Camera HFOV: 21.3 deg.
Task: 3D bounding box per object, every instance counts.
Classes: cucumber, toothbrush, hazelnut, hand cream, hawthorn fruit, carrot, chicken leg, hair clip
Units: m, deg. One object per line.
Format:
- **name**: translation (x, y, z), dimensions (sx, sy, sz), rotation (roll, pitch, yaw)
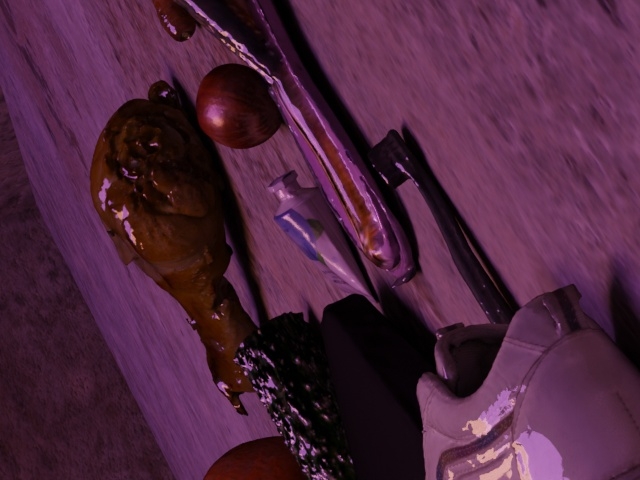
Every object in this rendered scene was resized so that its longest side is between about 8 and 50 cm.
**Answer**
- **cucumber**: translation (0.029, 0.238, 1.771), dimensions (0.359, 0.096, 0.096), rotation (57, 164, 28)
- **toothbrush**: translation (0.116, 0.037, 1.219), dimensions (0.297, 0.030, 0.030), rotation (58, -171, 27)
- **hazelnut**: translation (-0.076, -0.127, 1.601), dimensions (0.086, 0.086, 0.086), rotation (60, 165, 27)
- **hand cream**: translation (0.000, 0.000, 1.578), dimensions (0.142, 0.053, 0.084), rotation (58, 167, -10)
- **hawthorn fruit**: translation (-0.038, 0.327, 2.009), dimensions (0.251, 0.199, 0.199), rotation (-27, 86, 63)
- **carrot**: translation (-0.172, -0.278, 1.799), dimensions (0.036, 0.035, 0.165), rotation (98, 149, -66)
- **chicken leg**: translation (-0.151, 0.027, 2.049), dimensions (0.201, 0.152, 0.429), rotation (-112, -2, -62)
- **hair clip**: translation (-0.021, -0.112, 1.445), dimensions (0.110, 0.095, 0.359), rotation (-41, 79, 40)

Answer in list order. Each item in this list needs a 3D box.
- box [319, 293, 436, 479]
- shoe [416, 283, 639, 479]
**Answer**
- **box**: translation (0.112, 0.252, 1.469), dimensions (0.359, 0.091, 0.350), rotation (48, 157, 54)
- **shoe**: translation (0.128, 0.153, 1.114), dimensions (0.211, 0.132, 0.342), rotation (67, 154, 15)
